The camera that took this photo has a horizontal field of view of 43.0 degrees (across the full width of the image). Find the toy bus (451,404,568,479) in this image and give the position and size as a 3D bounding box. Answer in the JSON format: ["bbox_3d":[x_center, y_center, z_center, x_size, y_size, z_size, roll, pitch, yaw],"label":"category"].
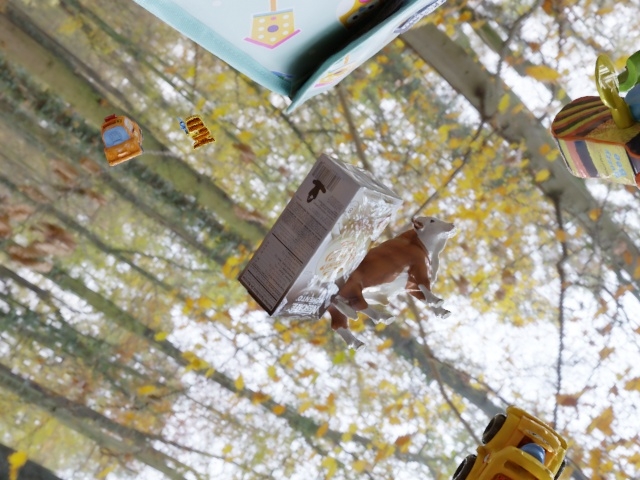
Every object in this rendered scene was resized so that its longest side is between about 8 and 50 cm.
[{"bbox_3d":[0.326,0.406,1.381,0.220,0.149,0.211,-56,171,-2],"label":"toy bus"}]

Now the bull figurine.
[{"bbox_3d":[0.129,0.067,1.453,0.310,0.101,0.188,-20,-124,-18],"label":"bull figurine"}]

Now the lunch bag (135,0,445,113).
[{"bbox_3d":[0.015,-0.198,0.470,0.223,0.262,0.160,-35,-120,15],"label":"lunch bag"}]

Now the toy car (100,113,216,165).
[{"bbox_3d":[-0.155,-0.108,0.759,0.122,0.040,0.060,-12,-144,17],"label":"toy car"}]

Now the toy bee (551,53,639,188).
[{"bbox_3d":[0.327,-0.099,0.798,0.162,0.195,0.298,-40,-177,-23],"label":"toy bee"}]

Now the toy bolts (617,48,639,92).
[{"bbox_3d":[0.658,-0.309,1.419,0.218,0.158,0.228,-32,167,-22],"label":"toy bolts"}]

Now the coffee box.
[{"bbox_3d":[0.000,0.000,1.280,0.098,0.141,0.246,44,-73,31],"label":"coffee box"}]
